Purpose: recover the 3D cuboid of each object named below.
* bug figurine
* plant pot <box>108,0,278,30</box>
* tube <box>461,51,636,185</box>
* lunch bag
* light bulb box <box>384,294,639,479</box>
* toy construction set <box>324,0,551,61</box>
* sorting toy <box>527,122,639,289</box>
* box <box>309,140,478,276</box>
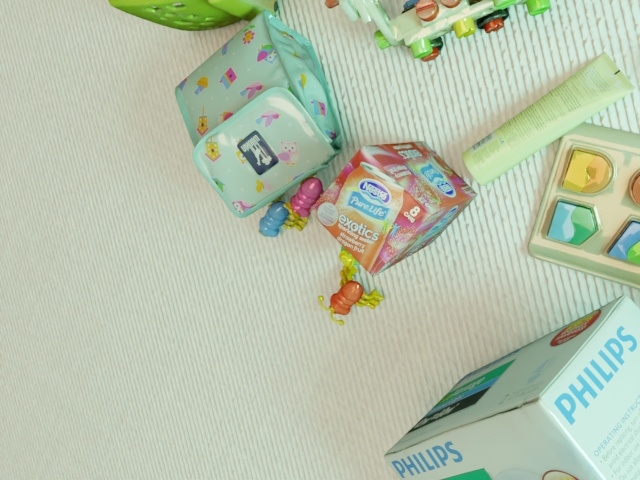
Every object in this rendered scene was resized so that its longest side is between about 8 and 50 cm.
[{"bbox_3d":[0.000,0.000,1.019,0.279,0.072,0.216,46,139,14],"label":"bug figurine"},{"bbox_3d":[-0.187,-0.466,0.985,0.207,0.227,0.228,10,101,18],"label":"plant pot"},{"bbox_3d":[0.319,-0.167,0.874,0.240,0.062,0.070,-36,83,25],"label":"tube"},{"bbox_3d":[-0.094,-0.192,0.986,0.223,0.160,0.262,-30,65,26],"label":"lunch bag"},{"bbox_3d":[0.333,0.325,0.774,0.361,0.225,0.358,52,145,10],"label":"light bulb box"},{"bbox_3d":[0.168,-0.340,0.834,0.328,0.215,0.151,-2,96,26],"label":"toy construction set"},{"bbox_3d":[0.414,-0.048,0.859,0.193,0.038,0.208,19,105,22],"label":"sorting toy"},{"bbox_3d":[0.116,-0.056,0.877,0.128,0.257,0.122,47,116,13],"label":"box"}]
